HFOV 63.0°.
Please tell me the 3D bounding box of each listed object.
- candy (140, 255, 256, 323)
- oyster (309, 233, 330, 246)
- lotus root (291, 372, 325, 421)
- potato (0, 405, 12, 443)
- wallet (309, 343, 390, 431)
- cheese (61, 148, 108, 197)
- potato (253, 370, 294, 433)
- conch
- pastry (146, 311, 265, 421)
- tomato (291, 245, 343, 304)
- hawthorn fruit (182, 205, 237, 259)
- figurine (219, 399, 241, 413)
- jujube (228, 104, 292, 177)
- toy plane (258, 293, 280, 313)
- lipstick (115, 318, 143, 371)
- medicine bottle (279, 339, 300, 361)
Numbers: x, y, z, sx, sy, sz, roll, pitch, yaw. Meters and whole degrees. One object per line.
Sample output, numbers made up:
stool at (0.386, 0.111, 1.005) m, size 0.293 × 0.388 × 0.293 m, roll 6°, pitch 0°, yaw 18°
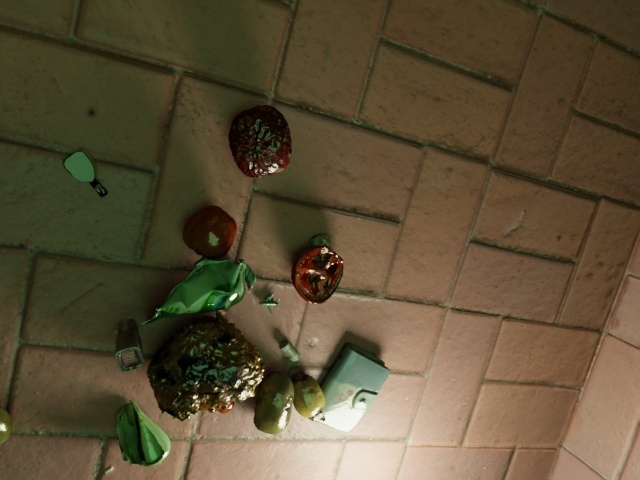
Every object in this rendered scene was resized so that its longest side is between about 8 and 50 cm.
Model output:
candy at (-0.423, 0.196, 1.798) m, size 0.398 × 0.263 × 0.172 m, roll -30°, pitch 77°, yaw -13°
oyster at (-0.003, 0.001, 2.028) m, size 0.083 × 0.019 × 0.054 m, roll -7°, pitch 108°, yaw -21°
lotus root at (-0.047, 0.647, 2.118) m, size 0.125 × 0.118 × 0.220 m, roll -22°, pitch 91°, yaw 23°
potato at (-1.124, 0.579, 1.680) m, size 0.174 × 0.159 × 0.251 m, roll -44°, pitch 108°, yaw -31°
wallet at (0.124, 0.639, 2.215) m, size 0.252 × 0.083 × 0.360 m, roll 29°, pitch 94°, yaw -19°
cheese at (-0.745, -0.209, 1.677) m, size 0.086 × 0.036 × 0.162 m, roll -38°, pitch 114°, yaw -11°
potato at (-0.184, 0.642, 2.053) m, size 0.165 × 0.165 × 0.262 m, roll 0°, pitch 111°, yaw -21°
conch at (-0.660, 0.724, 1.903) m, size 0.143 × 0.137 × 0.250 m, roll -41°, pitch 114°, yaw -6°
pastry at (-0.411, 0.439, 1.845) m, size 0.405 × 0.292 × 0.337 m, roll -15°, pitch 99°, yaw -7°
tomato at (-0.022, 0.124, 2.013) m, size 0.228 × 0.101 × 0.227 m, roll -8°, pitch 106°, yaw -28°
hawthorn fruit at (-0.377, -0.028, 1.797) m, size 0.189 × 0.189 × 0.189 m, roll -5°, pitch 106°, yaw -20°
figurine at (-0.351, 0.617, 2.036) m, size 0.075 × 0.068 × 0.140 m, roll 40°, pitch 94°, yaw -28°
jujube at (-0.204, -0.332, 1.761) m, size 0.213 × 0.213 × 0.232 m, roll -17°, pitch 105°, yaw -16°
toy plane at (-0.198, 0.241, 2.010) m, size 0.083 × 0.033 × 0.080 m, roll 4°, pitch 104°, yaw -15°
lipstick at (-0.640, 0.340, 1.745) m, size 0.078 × 0.253 × 0.078 m, roll -15°, pitch 110°, yaw -16°
medicine bottle at (-0.123, 0.440, 2.083) m, size 0.047 × 0.047 × 0.083 m, roll -41°, pitch 114°, yaw -7°
